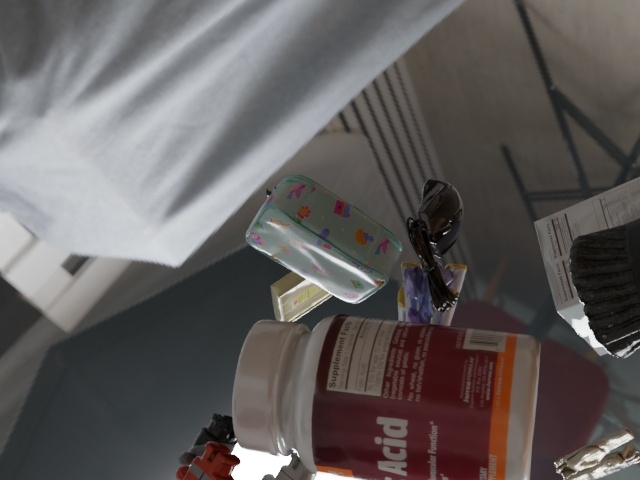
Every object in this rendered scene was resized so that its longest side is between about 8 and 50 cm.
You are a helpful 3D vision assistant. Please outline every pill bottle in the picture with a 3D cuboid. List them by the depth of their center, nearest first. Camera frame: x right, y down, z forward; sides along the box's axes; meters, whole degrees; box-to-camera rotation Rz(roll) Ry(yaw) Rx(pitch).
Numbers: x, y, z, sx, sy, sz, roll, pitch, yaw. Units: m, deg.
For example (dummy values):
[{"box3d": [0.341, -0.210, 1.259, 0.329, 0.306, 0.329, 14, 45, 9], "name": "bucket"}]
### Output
[{"box3d": [0.093, 0.221, 1.234, 0.392, 0.224, 0.224, 4, 152, 15], "name": "pill bottle"}]

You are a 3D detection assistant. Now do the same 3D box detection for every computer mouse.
[{"box3d": [0.213, 0.003, 1.490, 0.060, 0.262, 0.184, -14, 107, 21], "name": "computer mouse"}]

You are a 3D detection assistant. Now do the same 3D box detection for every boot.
[{"box3d": [0.447, 0.087, 1.058, 0.260, 0.348, 0.131, -27, 126, 25], "name": "boot"}]

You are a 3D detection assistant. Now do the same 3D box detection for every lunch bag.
[{"box3d": [0.000, 0.000, 1.708, 0.279, 0.108, 0.224, 33, 156, -5], "name": "lunch bag"}]

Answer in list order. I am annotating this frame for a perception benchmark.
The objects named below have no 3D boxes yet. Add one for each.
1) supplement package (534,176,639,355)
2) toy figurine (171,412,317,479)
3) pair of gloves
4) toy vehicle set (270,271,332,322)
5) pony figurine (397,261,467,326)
[{"box3d": [0.546, 0.037, 1.555, 0.263, 0.198, 0.199, -26, 138, 26], "name": "supplement package"}, {"box3d": [-0.103, 0.353, 1.212, 0.213, 0.148, 0.209, 28, -177, -9], "name": "toy figurine"}, {"box3d": [0.688, 0.545, 2.222, 0.240, 0.204, 0.042, 50, -164, -53], "name": "pair of gloves"}, {"box3d": [-0.036, 0.118, 2.163, 0.035, 0.166, 0.267, 53, 167, 17], "name": "toy vehicle set"}, {"box3d": [0.192, 0.225, 1.654, 0.303, 0.363, 0.351, 7, 173, 2], "name": "pony figurine"}]
